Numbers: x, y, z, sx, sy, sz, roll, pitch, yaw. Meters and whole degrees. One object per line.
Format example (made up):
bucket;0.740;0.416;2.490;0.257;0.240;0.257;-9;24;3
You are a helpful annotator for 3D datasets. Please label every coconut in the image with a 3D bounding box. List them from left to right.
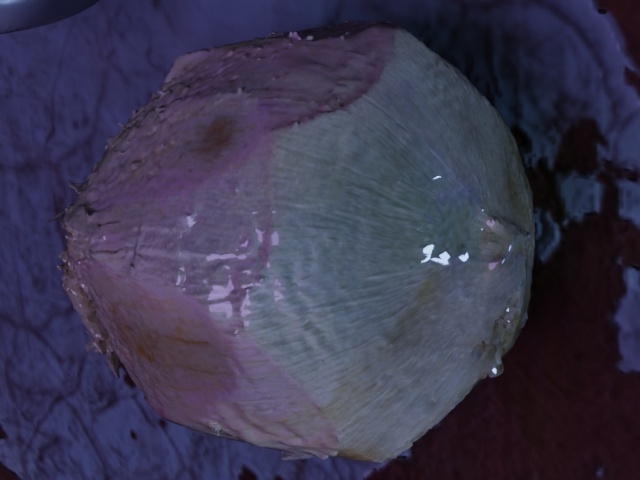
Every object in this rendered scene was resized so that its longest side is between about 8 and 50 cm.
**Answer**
coconut;0.003;-0.001;0.755;0.194;0.194;0.194;18;121;32

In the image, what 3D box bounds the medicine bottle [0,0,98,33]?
medicine bottle;-0.162;-0.230;0.787;0.152;0.152;0.254;22;124;29
